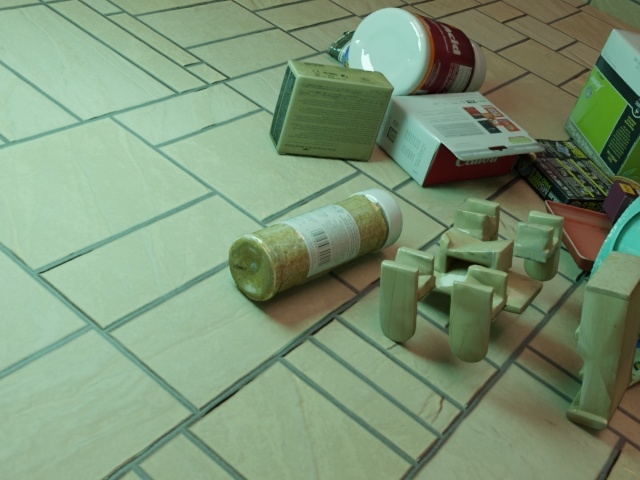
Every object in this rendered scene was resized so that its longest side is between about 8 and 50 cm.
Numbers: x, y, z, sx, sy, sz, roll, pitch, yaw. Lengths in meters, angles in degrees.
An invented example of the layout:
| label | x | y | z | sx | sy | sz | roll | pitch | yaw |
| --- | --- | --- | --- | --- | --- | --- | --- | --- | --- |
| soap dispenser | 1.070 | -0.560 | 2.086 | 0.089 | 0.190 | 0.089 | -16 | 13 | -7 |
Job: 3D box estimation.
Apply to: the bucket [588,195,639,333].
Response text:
| label | x | y | z | sx | sy | sz | roll | pitch | yaw |
| --- | --- | --- | --- | --- | --- | --- | --- | --- | --- |
| bucket | 0.648 | 0.052 | 1.517 | 0.183 | 0.281 | 0.281 | 31 | 35 | 33 |

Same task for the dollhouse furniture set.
| label | x | y | z | sx | sy | sz | roll | pitch | yaw |
| --- | --- | --- | --- | --- | --- | --- | --- | --- | --- |
| dollhouse furniture set | 0.355 | 0.129 | 1.450 | 0.394 | 0.256 | 0.362 | 14 | 28 | 30 |

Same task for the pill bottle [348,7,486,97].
| label | x | y | z | sx | sy | sz | roll | pitch | yaw |
| --- | --- | --- | --- | --- | --- | --- | --- | --- | --- |
| pill bottle | 0.266 | -0.461 | 2.090 | 0.224 | 0.224 | 0.392 | 40 | 25 | 26 |

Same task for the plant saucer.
| label | x | y | z | sx | sy | sz | roll | pitch | yaw |
| --- | --- | --- | --- | --- | --- | --- | --- | --- | --- |
| plant saucer | 0.651 | 0.013 | 1.824 | 0.258 | 0.047 | 0.259 | 12 | 30 | -12 |

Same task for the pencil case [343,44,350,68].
| label | x | y | z | sx | sy | sz | roll | pitch | yaw |
| --- | --- | --- | --- | --- | --- | --- | --- | --- | --- |
| pencil case | 0.195 | -0.526 | 2.269 | 0.119 | 0.133 | 0.306 | 37 | 39 | 22 |

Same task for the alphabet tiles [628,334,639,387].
| label | x | y | z | sx | sy | sz | roll | pitch | yaw |
| --- | --- | --- | --- | --- | --- | --- | --- | --- | --- |
| alphabet tiles | 0.630 | 0.195 | 1.556 | 0.237 | 0.009 | 0.198 | -22 | 48 | -22 |

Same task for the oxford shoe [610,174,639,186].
| label | x | y | z | sx | sy | sz | roll | pitch | yaw |
| --- | --- | --- | --- | --- | --- | --- | --- | --- | --- |
| oxford shoe | 0.790 | -0.094 | 2.042 | 0.076 | 0.076 | 0.212 | -22 | 44 | -12 |

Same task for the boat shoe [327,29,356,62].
| label | x | y | z | sx | sy | sz | roll | pitch | yaw |
| --- | --- | --- | --- | --- | --- | --- | --- | --- | --- |
| boat shoe | 0.090 | -0.579 | 2.335 | 0.070 | 0.078 | 0.219 | 29 | 37 | 11 |

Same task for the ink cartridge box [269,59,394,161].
| label | x | y | z | sx | sy | sz | roll | pitch | yaw |
| --- | --- | --- | --- | --- | --- | --- | --- | --- | --- |
| ink cartridge box | 0.022 | -0.288 | 1.803 | 0.235 | 0.193 | 0.088 | 2 | 36 | -25 |

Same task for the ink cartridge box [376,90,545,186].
| label | x | y | z | sx | sy | sz | roll | pitch | yaw |
| --- | --- | --- | --- | --- | --- | --- | --- | --- | --- |
| ink cartridge box | 0.335 | -0.232 | 1.940 | 0.309 | 0.130 | 0.272 | -10 | 44 | -35 |

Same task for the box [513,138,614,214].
| label | x | y | z | sx | sy | sz | roll | pitch | yaw |
| --- | --- | --- | --- | --- | --- | --- | --- | --- | --- |
| box | 0.626 | -0.162 | 2.056 | 0.216 | 0.060 | 0.270 | 0 | 40 | -28 |

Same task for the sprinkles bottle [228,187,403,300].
| label | x | y | z | sx | sy | sz | roll | pitch | yaw |
| --- | --- | --- | --- | --- | --- | --- | --- | --- | --- |
| sprinkles bottle | 0.000 | 0.000 | 1.465 | 0.121 | 0.121 | 0.355 | 40 | 39 | 26 |

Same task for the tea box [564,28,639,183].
| label | x | y | z | sx | sy | sz | roll | pitch | yaw |
| --- | --- | --- | --- | --- | --- | --- | --- | --- | --- |
| tea box | 0.880 | -0.345 | 2.200 | 0.220 | 0.323 | 0.329 | 8 | 37 | -17 |

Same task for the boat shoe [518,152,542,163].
| label | x | y | z | sx | sy | sz | roll | pitch | yaw |
| --- | --- | --- | --- | --- | --- | --- | --- | --- | --- |
| boat shoe | 0.500 | -0.251 | 2.032 | 0.049 | 0.056 | 0.152 | -32 | 56 | -9 |

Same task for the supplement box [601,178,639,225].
| label | x | y | z | sx | sy | sz | roll | pitch | yaw |
| --- | --- | --- | --- | --- | --- | --- | --- | --- | --- |
| supplement box | 0.777 | -0.066 | 1.902 | 0.188 | 0.081 | 0.104 | 17 | 28 | -3 |
